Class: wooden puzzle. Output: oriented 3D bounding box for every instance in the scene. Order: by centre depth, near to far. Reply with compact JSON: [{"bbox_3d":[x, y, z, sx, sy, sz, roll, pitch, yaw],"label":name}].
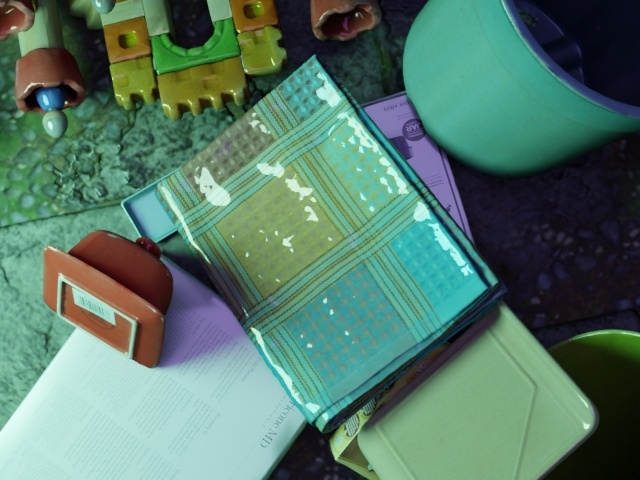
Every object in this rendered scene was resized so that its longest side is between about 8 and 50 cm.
[{"bbox_3d":[0.169,0.208,1.742,0.238,0.044,0.221,-47,41,8],"label":"wooden puzzle"}]

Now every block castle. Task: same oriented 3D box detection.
[{"bbox_3d":[-0.167,-0.287,1.836,0.453,0.303,0.212,-14,71,2],"label":"block castle"}]

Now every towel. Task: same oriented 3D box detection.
[{"bbox_3d":[0.000,0.000,1.840,0.271,0.040,0.370,-39,70,8],"label":"towel"}]

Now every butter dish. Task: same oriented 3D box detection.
[{"bbox_3d":[-0.224,0.046,1.823,0.160,0.160,0.118,31,62,7],"label":"butter dish"}]

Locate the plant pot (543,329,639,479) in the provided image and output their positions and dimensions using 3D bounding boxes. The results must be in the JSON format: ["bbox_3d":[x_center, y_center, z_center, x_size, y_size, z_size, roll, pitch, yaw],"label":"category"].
[{"bbox_3d":[0.355,0.288,1.772,0.275,0.293,0.274,-22,47,26],"label":"plant pot"}]

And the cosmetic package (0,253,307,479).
[{"bbox_3d":[-0.204,0.236,1.902,0.284,0.097,0.377,36,86,8],"label":"cosmetic package"}]

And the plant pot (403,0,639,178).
[{"bbox_3d":[0.270,-0.237,1.785,0.341,0.334,0.341,6,72,-19],"label":"plant pot"}]

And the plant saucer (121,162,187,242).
[{"bbox_3d":[-0.146,-0.066,1.973,0.192,0.018,0.067,-30,83,-2],"label":"plant saucer"}]

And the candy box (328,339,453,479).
[{"bbox_3d":[0.109,0.201,1.873,0.109,0.053,0.186,34,103,-21],"label":"candy box"}]

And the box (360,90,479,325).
[{"bbox_3d":[0.088,-0.020,1.924,0.169,0.087,0.290,-18,83,0],"label":"box"}]
